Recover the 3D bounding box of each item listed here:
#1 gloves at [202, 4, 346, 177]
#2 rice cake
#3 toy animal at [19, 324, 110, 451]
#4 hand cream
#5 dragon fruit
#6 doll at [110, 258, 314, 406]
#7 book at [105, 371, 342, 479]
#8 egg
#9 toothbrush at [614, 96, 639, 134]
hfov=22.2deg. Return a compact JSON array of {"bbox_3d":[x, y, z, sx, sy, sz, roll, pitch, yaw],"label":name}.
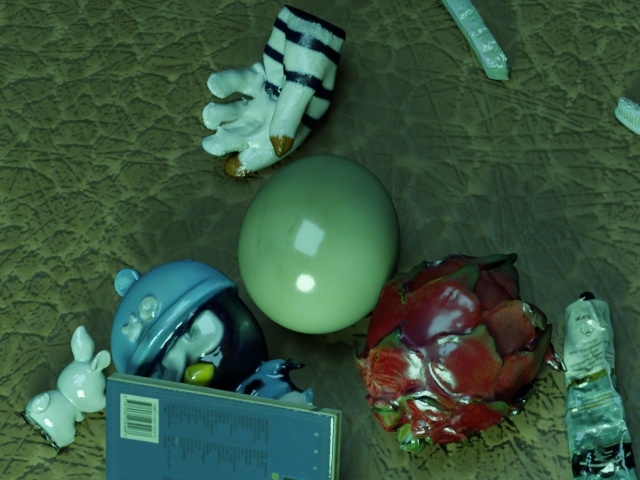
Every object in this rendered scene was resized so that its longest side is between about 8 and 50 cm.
[{"bbox_3d":[-0.055,-0.179,2.043,0.140,0.131,0.219,29,101,24],"label":"gloves"},{"bbox_3d":[0.184,-0.285,2.079,0.034,0.043,0.211,-30,58,4],"label":"rice cake"},{"bbox_3d":[-0.291,0.176,1.911,0.124,0.085,0.071,-43,44,-15],"label":"toy animal"},{"bbox_3d":[0.305,0.172,1.791,0.075,0.052,0.248,-19,61,30],"label":"hand cream"},{"bbox_3d":[0.150,0.109,1.785,0.192,0.193,0.274,8,59,48],"label":"dragon fruit"},{"bbox_3d":[-0.130,0.139,1.852,0.314,0.141,0.177,43,102,24],"label":"doll"},{"bbox_3d":[-0.110,0.254,1.779,0.269,0.025,0.191,7,107,18],"label":"book"},{"bbox_3d":[0.000,0.000,1.870,0.186,0.186,0.242,-1,40,13],"label":"egg"},{"bbox_3d":[0.460,-0.079,1.900,0.025,0.029,0.307,-39,59,-19],"label":"toothbrush"}]
